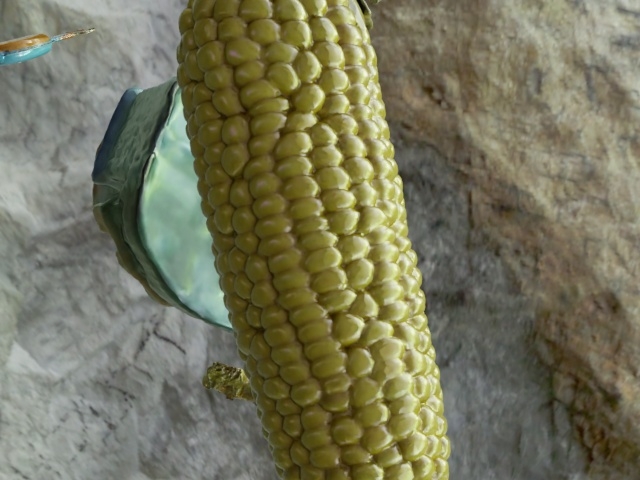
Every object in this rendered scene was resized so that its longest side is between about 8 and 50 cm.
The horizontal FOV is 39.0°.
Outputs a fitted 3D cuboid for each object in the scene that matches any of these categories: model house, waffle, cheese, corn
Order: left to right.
[{"bbox_3d":[-0.213,-0.148,0.683,0.047,0.017,0.111,1,-158,24],"label":"cheese"},{"bbox_3d":[-0.143,-0.039,1.036,0.329,0.295,0.251,11,-98,54],"label":"model house"},{"bbox_3d":[-0.046,0.192,1.090,0.192,0.160,0.046,22,-98,-22],"label":"waffle"},{"bbox_3d":[-0.003,0.001,0.394,0.091,0.091,0.260,-8,-101,-27],"label":"corn"}]
